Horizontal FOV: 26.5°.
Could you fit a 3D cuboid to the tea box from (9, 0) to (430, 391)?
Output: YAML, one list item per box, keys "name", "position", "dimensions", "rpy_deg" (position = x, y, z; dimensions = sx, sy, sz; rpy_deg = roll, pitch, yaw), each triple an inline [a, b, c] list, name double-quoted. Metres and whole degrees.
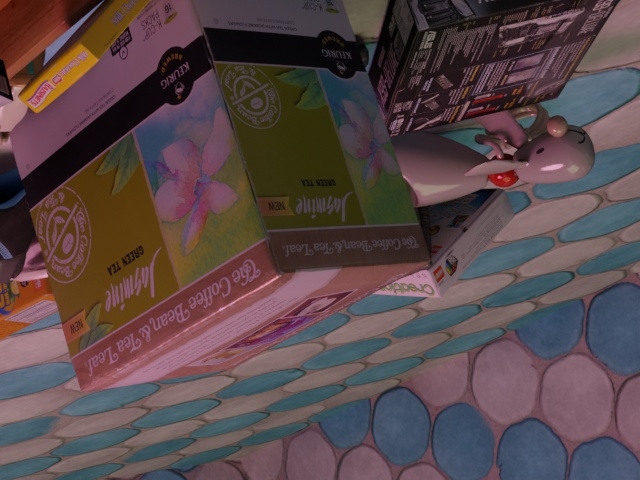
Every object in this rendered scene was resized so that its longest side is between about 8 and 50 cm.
- name: "tea box"
  position: [-0.114, -0.056, 1.381]
  dimensions: [0.220, 0.323, 0.329]
  rpy_deg: [-5, 160, -46]

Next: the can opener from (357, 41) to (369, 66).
- name: "can opener"
  position: [0.021, -0.173, 1.610]
  dimensions: [0.073, 0.059, 0.186]
  rpy_deg: [-15, 164, -9]

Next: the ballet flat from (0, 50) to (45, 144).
- name: "ballet flat"
  position: [-0.334, -0.133, 1.363]
  dimensions: [0.080, 0.073, 0.232]
  rpy_deg: [-6, 161, -30]

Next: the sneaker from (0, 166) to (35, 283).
- name: "sneaker"
  position: [-0.471, -0.042, 1.519]
  dimensions: [0.341, 0.125, 0.139]
  rpy_deg: [3, 127, -43]

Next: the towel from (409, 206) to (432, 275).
- name: "towel"
  position: [0.000, 0.000, 1.875]
  dimensions: [0.312, 0.056, 0.324]
  rpy_deg: [-21, -156, 11]

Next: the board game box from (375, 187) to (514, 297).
- name: "board game box"
  position: [0.098, -0.001, 1.913]
  dimensions: [0.305, 0.053, 0.193]
  rpy_deg: [1, -144, 46]

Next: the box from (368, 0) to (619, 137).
- name: "box"
  position: [0.191, -0.229, 1.561]
  dimensions: [0.242, 0.076, 0.307]
  rpy_deg: [-14, 164, -9]

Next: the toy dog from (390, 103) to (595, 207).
- name: "toy dog"
  position: [0.165, -0.127, 1.747]
  dimensions: [0.334, 0.220, 0.161]
  rpy_deg: [-22, 129, -1]

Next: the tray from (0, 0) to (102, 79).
- name: "tray"
  position: [-0.383, -0.169, 1.198]
  dimensions: [0.411, 0.076, 0.203]
  rpy_deg: [-29, 160, 38]

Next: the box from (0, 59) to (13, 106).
- name: "box"
  position: [-0.385, -0.131, 1.109]
  dimensions: [0.159, 0.044, 0.233]
  rpy_deg: [-22, 163, 16]

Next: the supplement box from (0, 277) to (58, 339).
- name: "supplement box"
  position: [-0.459, 0.090, 1.977]
  dimensions: [0.233, 0.078, 0.080]
  rpy_deg: [-25, 159, 25]

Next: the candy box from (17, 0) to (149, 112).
- name: "candy box"
  position: [-0.174, -0.196, 1.161]
  dimensions: [0.105, 0.027, 0.206]
  rpy_deg: [-32, -160, 45]

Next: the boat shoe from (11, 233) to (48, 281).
- name: "boat shoe"
  position: [-0.464, 0.017, 1.743]
  dimensions: [0.335, 0.095, 0.112]
  rpy_deg: [-14, -160, 5]
